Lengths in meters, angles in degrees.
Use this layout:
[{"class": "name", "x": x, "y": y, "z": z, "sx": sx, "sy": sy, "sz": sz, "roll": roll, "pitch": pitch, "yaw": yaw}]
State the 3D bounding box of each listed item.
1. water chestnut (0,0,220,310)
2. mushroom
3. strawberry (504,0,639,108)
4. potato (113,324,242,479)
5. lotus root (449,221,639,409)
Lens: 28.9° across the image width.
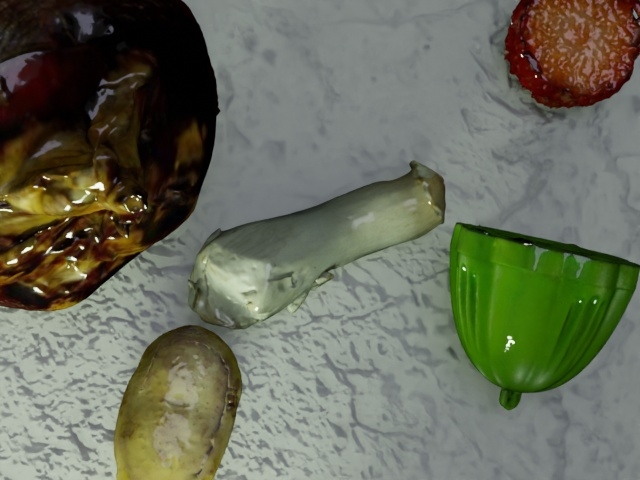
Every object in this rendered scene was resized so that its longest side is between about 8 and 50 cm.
[{"class": "water chestnut", "x": -0.228, "y": -0.087, "z": 1.067, "sx": 0.335, "sy": 0.335, "sz": 0.347, "roll": -38, "pitch": 49, "yaw": -14}, {"class": "mushroom", "x": -0.001, "y": 0.001, "z": 1.196, "sx": 0.278, "sy": 0.096, "sz": 0.099, "roll": -24, "pitch": 82, "yaw": -17}, {"class": "strawberry", "x": 0.259, "y": -0.204, "z": 1.283, "sx": 0.145, "sy": 0.086, "sz": 0.145, "roll": 1, "pitch": 77, "yaw": -6}, {"class": "potato", "x": -0.132, "y": 0.161, "z": 1.145, "sx": 0.107, "sy": 0.080, "sz": 0.170, "roll": 10, "pitch": 73, "yaw": 2}, {"class": "lotus root", "x": 0.196, "y": 0.080, "z": 1.182, "sx": 0.186, "sy": 0.186, "sz": 0.186, "roll": 2, "pitch": 77, "yaw": -8}]
